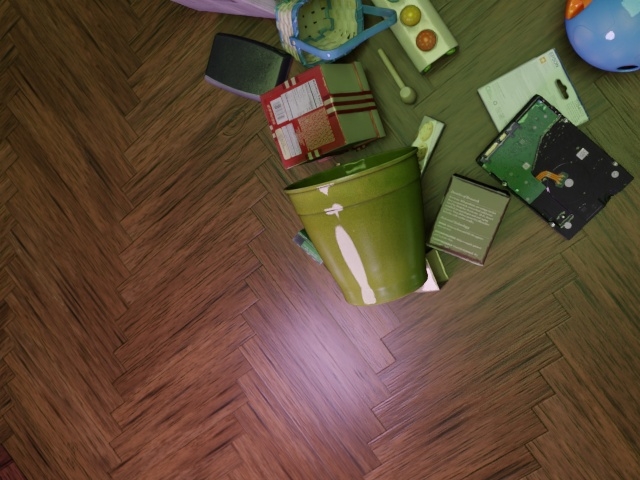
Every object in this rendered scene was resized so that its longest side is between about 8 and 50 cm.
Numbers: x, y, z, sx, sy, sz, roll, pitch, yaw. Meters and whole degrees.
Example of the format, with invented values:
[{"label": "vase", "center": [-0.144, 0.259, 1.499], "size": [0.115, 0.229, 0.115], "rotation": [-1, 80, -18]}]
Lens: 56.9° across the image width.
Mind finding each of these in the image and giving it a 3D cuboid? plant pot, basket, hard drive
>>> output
[{"label": "plant pot", "center": [0.131, -0.027, 1.580], "size": [0.366, 0.366, 0.353], "rotation": [-15, 101, 17]}, {"label": "basket", "center": [0.025, -0.573, 1.579], "size": [0.289, 0.254, 0.201], "rotation": [34, 149, 37]}, {"label": "hard drive", "center": [0.621, -0.193, 1.582], "size": [0.339, 0.064, 0.237], "rotation": [38, 109, -6]}, {"label": "hard drive", "center": [-0.226, -0.525, 1.796], "size": [0.254, 0.054, 0.172], "rotation": [21, 103, 11]}, {"label": "plant pot", "center": [0.301, 0.096, 1.728], "size": [0.096, 0.109, 0.109], "rotation": [-23, 92, 29]}]

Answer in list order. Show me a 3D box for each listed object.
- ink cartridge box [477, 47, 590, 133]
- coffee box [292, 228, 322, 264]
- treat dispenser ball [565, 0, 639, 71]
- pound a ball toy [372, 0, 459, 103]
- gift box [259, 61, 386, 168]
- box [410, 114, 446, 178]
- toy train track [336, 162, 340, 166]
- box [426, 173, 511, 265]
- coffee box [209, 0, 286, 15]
[{"label": "ink cartridge box", "center": [0.577, -0.369, 1.608], "size": [0.224, 0.045, 0.223], "rotation": [-26, 92, 16]}, {"label": "coffee box", "center": [0.000, 0.000, 1.748], "size": [0.113, 0.184, 0.040], "rotation": [42, 115, 4]}, {"label": "treat dispenser ball", "center": [0.739, -0.552, 1.410], "size": [0.288, 0.288, 0.288], "rotation": [2, 99, 15]}, {"label": "pound a ball toy", "center": [0.233, -0.564, 1.625], "size": [0.208, 0.136, 0.319], "rotation": [-33, 89, 17]}, {"label": "gift box", "center": [-0.001, -0.356, 1.664], "size": [0.276, 0.258, 0.255], "rotation": [-11, 98, 36]}, {"label": "box", "center": [0.266, -0.199, 1.708], "size": [0.067, 0.063, 0.324], "rotation": [27, 104, 12]}, {"label": "toy train track", "center": [0.054, -0.194, 1.794], "size": [0.048, 0.014, 0.083], "rotation": [2, 105, 8]}, {"label": "box", "center": [0.409, -0.062, 1.636], "size": [0.167, 0.168, 0.203], "rotation": [22, 103, 12]}, {"label": "coffee box", "center": [-0.279, -0.815, 1.589], "size": [0.338, 0.337, 0.335], "rotation": [16, 103, 25]}]
